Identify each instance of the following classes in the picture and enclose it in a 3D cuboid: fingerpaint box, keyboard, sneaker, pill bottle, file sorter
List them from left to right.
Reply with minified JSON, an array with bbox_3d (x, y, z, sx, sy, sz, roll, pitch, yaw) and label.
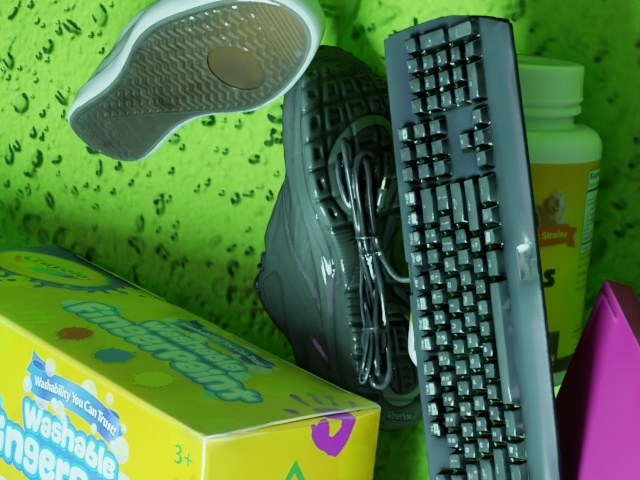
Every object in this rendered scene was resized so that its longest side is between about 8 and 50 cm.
[{"bbox_3d":[-0.173,0.238,1.223,0.445,0.163,0.371,23,111,47],"label":"fingerpaint box"},{"bbox_3d":[-0.088,-0.157,1.158,0.106,0.123,0.290,40,148,-24],"label":"sneaker"},{"bbox_3d":[0.000,0.000,1.153,0.130,0.109,0.286,-5,91,48],"label":"sneaker"},{"bbox_3d":[0.070,0.023,0.992,0.201,0.033,0.317,-12,82,58],"label":"keyboard"},{"bbox_3d":[0.124,-0.014,1.041,0.117,0.117,0.215,13,105,35],"label":"pill bottle"},{"bbox_3d":[0.222,0.213,0.934,0.182,0.202,0.290,15,113,-9],"label":"file sorter"}]
